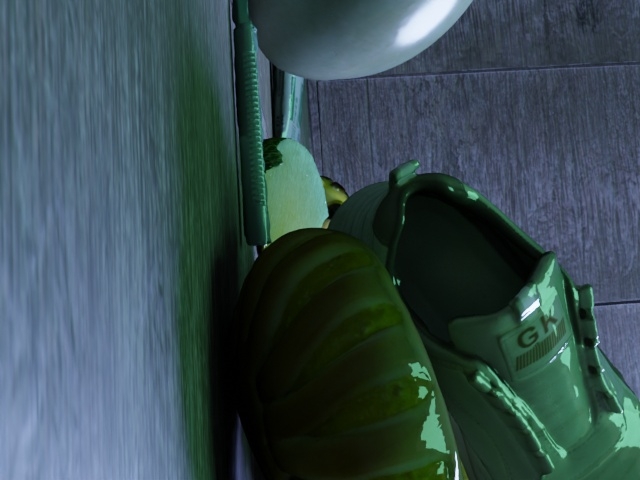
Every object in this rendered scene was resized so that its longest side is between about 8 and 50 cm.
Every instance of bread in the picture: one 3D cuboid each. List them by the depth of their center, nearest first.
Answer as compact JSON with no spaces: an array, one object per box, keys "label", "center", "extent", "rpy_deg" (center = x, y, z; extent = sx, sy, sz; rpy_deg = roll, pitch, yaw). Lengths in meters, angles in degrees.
[{"label":"bread","center":[0.008,0.094,0.749],"extent":[0.213,0.105,0.213],"rpy_deg":[166,-90,-81]}]

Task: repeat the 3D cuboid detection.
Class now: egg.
[{"label":"egg","center":[0.038,-0.234,1.034],"extent":[0.253,0.186,0.186],"rpy_deg":[-48,-161,21]}]

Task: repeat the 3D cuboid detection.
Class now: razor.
[{"label":"razor","center":[-0.047,-0.100,0.934],"extent":[0.084,0.036,0.211],"rpy_deg":[150,-57,-70]}]

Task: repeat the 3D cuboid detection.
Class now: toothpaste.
[{"label":"toothpaste","center":[-0.036,-0.180,1.444],"extent":[0.064,0.041,0.218],"rpy_deg":[46,41,-71]}]

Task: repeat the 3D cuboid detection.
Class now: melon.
[{"label":"melon","center":[-0.040,-0.027,1.082],"extent":[0.262,0.053,0.114],"rpy_deg":[67,38,-75]}]

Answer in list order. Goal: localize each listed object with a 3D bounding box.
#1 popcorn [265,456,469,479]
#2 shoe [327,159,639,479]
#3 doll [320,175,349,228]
[{"label":"popcorn","center":[0.064,0.121,1.005],"extent":[0.270,0.224,0.257],"rpy_deg":[-46,137,-82]},{"label":"shoe","center":[0.122,0.073,0.808],"extent":[0.316,0.124,0.159],"rpy_deg":[49,-17,12]},{"label":"doll","center":[0.001,0.000,1.489],"extent":[0.117,0.086,0.291],"rpy_deg":[56,-9,15]}]
